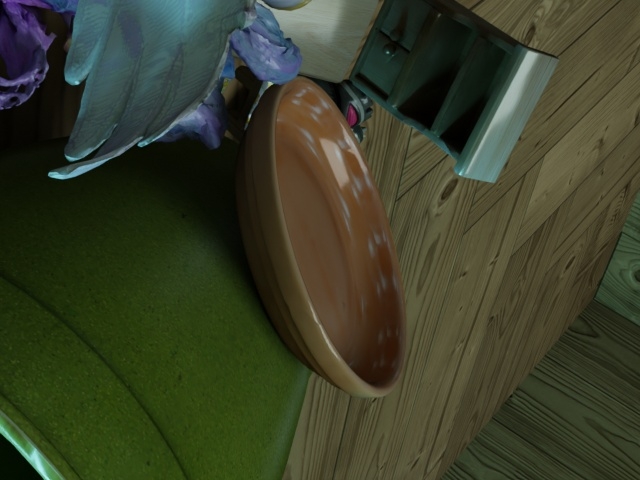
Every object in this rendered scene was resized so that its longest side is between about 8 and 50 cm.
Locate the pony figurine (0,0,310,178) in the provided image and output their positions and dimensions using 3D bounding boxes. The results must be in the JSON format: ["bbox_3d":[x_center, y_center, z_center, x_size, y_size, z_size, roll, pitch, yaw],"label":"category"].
[{"bbox_3d":[-0.124,-0.170,0.558,0.363,0.303,0.351,27,63,-66],"label":"pony figurine"}]

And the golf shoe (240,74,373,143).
[{"bbox_3d":[-0.025,-0.055,1.147,0.120,0.105,0.273,-30,145,-20],"label":"golf shoe"}]

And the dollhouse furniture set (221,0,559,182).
[{"bbox_3d":[0.026,-0.142,0.905,0.242,0.161,0.212,7,116,-41],"label":"dollhouse furniture set"}]

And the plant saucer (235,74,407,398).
[{"bbox_3d":[0.000,0.000,0.745,0.200,0.037,0.200,-16,90,-72],"label":"plant saucer"}]

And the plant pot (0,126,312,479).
[{"bbox_3d":[-0.165,0.094,0.730,0.353,0.366,0.366,-50,162,-54],"label":"plant pot"}]
